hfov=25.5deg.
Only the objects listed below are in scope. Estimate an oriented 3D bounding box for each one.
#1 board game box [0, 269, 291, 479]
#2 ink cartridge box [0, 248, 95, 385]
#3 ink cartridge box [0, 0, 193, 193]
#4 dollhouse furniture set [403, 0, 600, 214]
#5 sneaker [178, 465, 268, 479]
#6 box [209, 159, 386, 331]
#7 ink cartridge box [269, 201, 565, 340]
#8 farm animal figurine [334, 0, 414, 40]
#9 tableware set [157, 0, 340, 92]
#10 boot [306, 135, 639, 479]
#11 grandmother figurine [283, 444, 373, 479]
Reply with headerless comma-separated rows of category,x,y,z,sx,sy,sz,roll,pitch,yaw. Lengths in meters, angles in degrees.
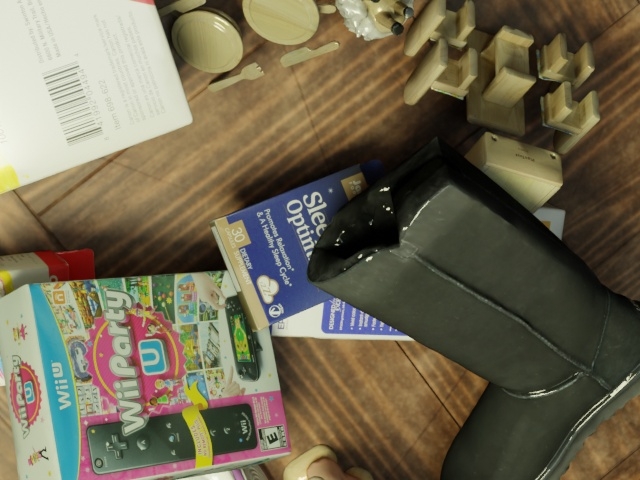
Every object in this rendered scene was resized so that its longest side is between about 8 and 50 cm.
board game box,-0.193,0.156,1.567,0.303,0.097,0.224,-3,77,-39
ink cartridge box,-0.356,0.090,1.599,0.231,0.078,0.134,-7,105,-23
ink cartridge box,-0.368,-0.200,1.498,0.384,0.160,0.279,-21,111,-11
dollhouse furniture set,0.197,-0.135,1.678,0.212,0.161,0.242,15,55,-18
sneaker,-0.165,0.300,1.713,0.152,0.114,0.305,-41,107,12
box,0.000,0.000,1.634,0.225,0.036,0.136,-22,91,-19
ink cartridge box,0.114,0.033,1.737,0.371,0.069,0.176,2,102,-18
farm animal figurine,0.058,-0.436,1.570,0.330,0.172,0.327,-50,124,1
tableware set,-0.083,-0.247,1.585,0.194,0.039,0.128,-15,127,34
boot,0.154,0.126,1.637,0.445,0.146,0.367,32,104,-39
grandmother figurine,0.065,0.351,1.647,0.208,0.342,0.104,25,95,-18
